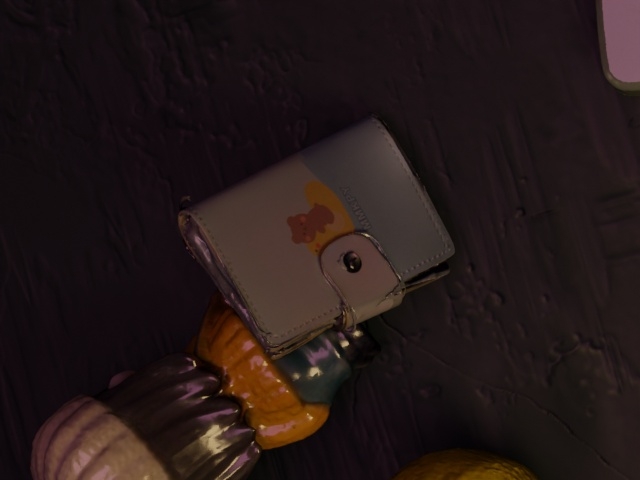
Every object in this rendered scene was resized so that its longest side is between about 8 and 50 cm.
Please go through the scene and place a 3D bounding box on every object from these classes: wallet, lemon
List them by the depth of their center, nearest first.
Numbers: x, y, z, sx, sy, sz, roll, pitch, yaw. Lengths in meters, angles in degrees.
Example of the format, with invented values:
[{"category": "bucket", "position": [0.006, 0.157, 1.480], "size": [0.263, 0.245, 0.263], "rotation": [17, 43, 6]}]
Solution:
[{"category": "lemon", "position": [0.121, 0.266, 1.683], "size": [0.180, 0.193, 0.181], "rotation": [15, 121, 27]}, {"category": "wallet", "position": [0.000, 0.000, 1.700], "size": [0.170, 0.231, 0.069], "rotation": [58, 147, 9]}]

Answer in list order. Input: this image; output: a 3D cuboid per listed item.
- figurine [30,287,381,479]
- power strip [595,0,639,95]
[{"category": "figurine", "position": [-0.112, 0.157, 1.737], "size": [0.332, 0.204, 0.185], "rotation": [-43, 79, 14]}, {"category": "power strip", "position": [0.369, -0.162, 1.655], "size": [0.265, 0.059, 0.194], "rotation": [-5, 87, 17]}]
